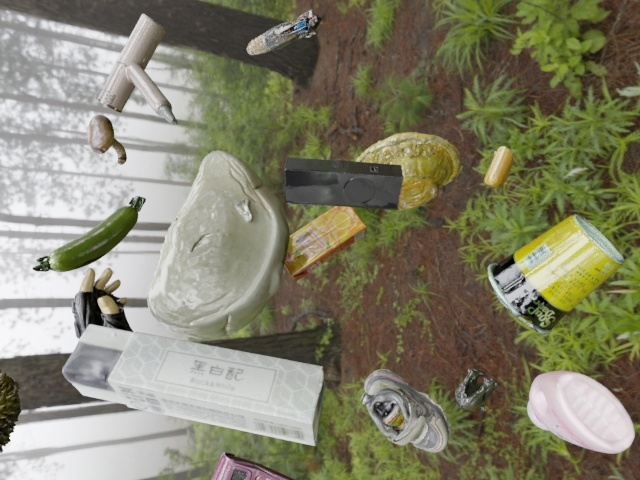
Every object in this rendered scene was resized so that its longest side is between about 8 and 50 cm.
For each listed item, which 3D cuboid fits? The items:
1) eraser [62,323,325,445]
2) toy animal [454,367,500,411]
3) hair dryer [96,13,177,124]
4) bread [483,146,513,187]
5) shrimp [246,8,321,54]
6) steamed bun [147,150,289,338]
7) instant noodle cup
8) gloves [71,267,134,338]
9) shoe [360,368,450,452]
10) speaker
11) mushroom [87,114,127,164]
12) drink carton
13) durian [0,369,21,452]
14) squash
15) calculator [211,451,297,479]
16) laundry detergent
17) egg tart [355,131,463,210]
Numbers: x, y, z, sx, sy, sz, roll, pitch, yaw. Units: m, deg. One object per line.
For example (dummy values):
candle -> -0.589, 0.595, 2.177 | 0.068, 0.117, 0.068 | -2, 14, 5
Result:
eraser -> -0.195, 0.226, 0.734 | 0.098, 0.403, 0.096 | 87, -165, -48
toy animal -> 0.253, 0.243, 0.742 | 0.047, 0.135, 0.065 | 31, 92, 32
hair dryer -> -0.322, -0.311, 0.881 | 0.220, 0.053, 0.195 | 36, 99, 31
bread -> 0.470, -0.187, 1.201 | 0.049, 0.062, 0.103 | 29, 101, 39
shrimp -> -0.066, -0.565, 1.243 | 0.290, 0.222, 0.054 | 5, 123, 51
steamed bun -> -0.184, 0.027, 0.976 | 0.247, 0.236, 0.384 | 107, 180, -76
instant noodle cup -> 0.547, 0.069, 1.071 | 0.236, 0.215, 0.216 | -50, 43, 31
gloves -> -0.451, 0.156, 0.957 | 0.164, 0.124, 0.203 | -7, 108, 53
shoe -> 0.150, 0.312, 0.822 | 0.180, 0.092, 0.089 | 39, 106, 13
speaker -> 0.042, -0.105, 0.872 | 0.044, 0.218, 0.082 | -83, -3, -49
mushroom -> -0.521, -0.237, 1.118 | 0.088, 0.073, 0.130 | -5, 121, 32
drink carton -> 0.000, 0.000, 1.163 | 0.096, 0.223, 0.071 | 54, 173, 16
durian -> -0.828, 0.412, 1.023 | 0.293, 0.258, 0.258 | -113, 35, -65
squash -> -0.551, -0.002, 1.142 | 0.071, 0.318, 0.080 | 32, 138, 11
calculator -> -0.118, 0.488, 0.869 | 0.034, 0.190, 0.127 | -52, -16, -87
laundry detergent -> 0.477, 0.331, 0.897 | 0.159, 0.088, 0.335 | 52, 177, 22
egg tart -> 0.256, -0.188, 1.391 | 0.341, 0.341, 0.132 | -44, 42, 52
